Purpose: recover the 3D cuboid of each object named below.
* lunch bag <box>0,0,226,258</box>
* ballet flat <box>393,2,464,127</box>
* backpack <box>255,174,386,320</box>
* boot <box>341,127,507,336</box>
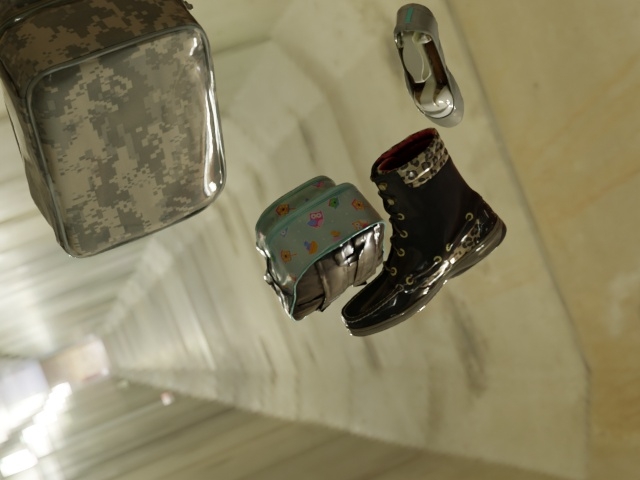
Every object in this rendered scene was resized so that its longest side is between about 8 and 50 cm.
[{"bbox_3d":[-0.244,-0.179,1.572,0.256,0.212,0.305,53,-19,35],"label":"lunch bag"},{"bbox_3d":[0.140,-0.218,1.989,0.068,0.072,0.213,-73,151,-43],"label":"ballet flat"},{"bbox_3d":[0.000,0.000,1.956,0.144,0.166,0.188,57,-13,11],"label":"backpack"},{"bbox_3d":[0.092,-0.010,1.801,0.179,0.236,0.085,55,-3,-30],"label":"boot"}]
